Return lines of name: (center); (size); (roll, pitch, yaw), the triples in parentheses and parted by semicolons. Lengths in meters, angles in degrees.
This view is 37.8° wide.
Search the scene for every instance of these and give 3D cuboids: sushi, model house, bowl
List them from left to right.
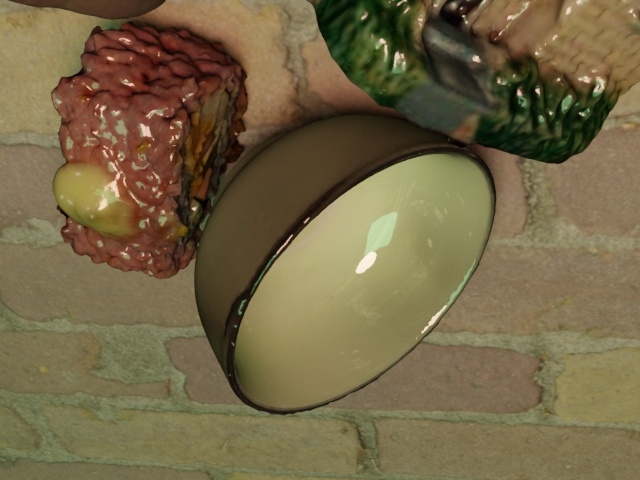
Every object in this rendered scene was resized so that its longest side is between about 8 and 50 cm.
sushi: (-0.191, -0.095, 0.990); (0.171, 0.236, 0.270); (22, 139, 3)
bowl: (0.000, 0.000, 1.020); (0.185, 0.354, 0.353); (44, 148, 34)
model house: (0.169, -0.246, 0.717); (0.298, 0.243, 0.284); (13, 138, -38)

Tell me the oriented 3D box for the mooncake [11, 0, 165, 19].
mooncake: (-0.208, -0.325, 0.731); (0.306, 0.306, 0.154); (31, 134, -17)
